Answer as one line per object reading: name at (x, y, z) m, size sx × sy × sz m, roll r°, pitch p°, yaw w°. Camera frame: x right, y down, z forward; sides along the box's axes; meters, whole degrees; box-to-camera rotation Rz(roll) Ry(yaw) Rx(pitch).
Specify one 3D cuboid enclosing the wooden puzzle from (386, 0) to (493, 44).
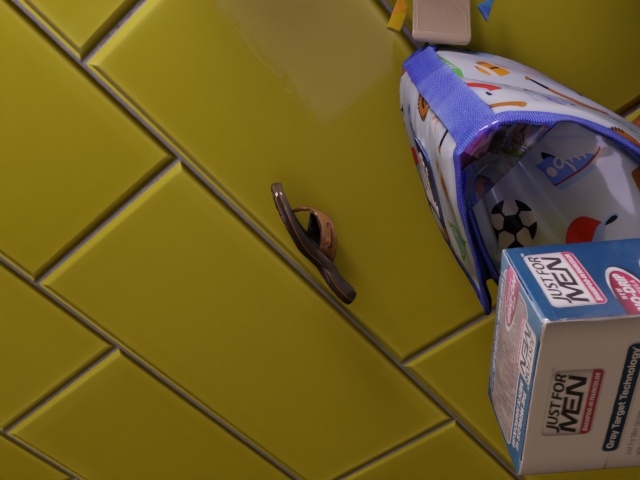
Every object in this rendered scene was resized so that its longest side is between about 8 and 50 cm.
wooden puzzle at (0.138, -0.260, 0.706) m, size 0.116 × 0.078 × 0.014 m, roll 11°, pitch 166°, yaw 1°

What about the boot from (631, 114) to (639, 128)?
boot at (0.565, -0.166, 0.730) m, size 0.264 × 0.096 × 0.280 m, roll 25°, pitch 120°, yaw -14°

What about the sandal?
sandal at (0.000, 0.000, 0.853) m, size 0.060 × 0.090 × 0.219 m, roll -35°, pitch 115°, yaw 2°

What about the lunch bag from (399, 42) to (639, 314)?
lunch bag at (0.252, -0.047, 0.677) m, size 0.385 × 0.328 × 0.239 m, roll 36°, pitch 111°, yaw -20°

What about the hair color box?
hair color box at (0.328, 0.087, 0.508) m, size 0.347 × 0.105 × 0.173 m, roll -5°, pitch 121°, yaw -1°
